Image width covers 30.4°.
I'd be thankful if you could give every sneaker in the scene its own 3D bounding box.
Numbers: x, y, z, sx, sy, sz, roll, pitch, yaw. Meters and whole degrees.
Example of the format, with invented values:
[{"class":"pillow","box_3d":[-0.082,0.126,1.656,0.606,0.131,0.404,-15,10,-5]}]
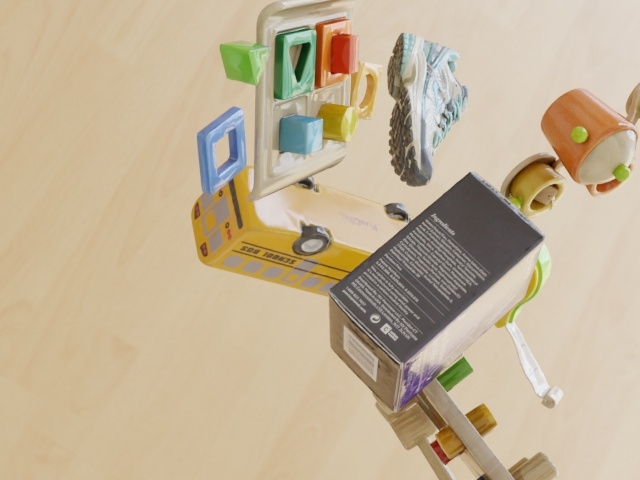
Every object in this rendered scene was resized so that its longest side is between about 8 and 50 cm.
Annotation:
[{"class":"sneaker","box_3d":[0.176,-0.206,1.834,0.122,0.110,0.283,7,58,-9]}]

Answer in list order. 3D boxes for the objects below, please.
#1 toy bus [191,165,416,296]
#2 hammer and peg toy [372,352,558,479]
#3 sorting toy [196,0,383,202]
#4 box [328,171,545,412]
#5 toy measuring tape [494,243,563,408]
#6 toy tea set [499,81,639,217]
[{"class":"toy bus","box_3d":[0.000,0.000,1.589,0.332,0.130,0.108,16,46,-39]},{"class":"hammer and peg toy","box_3d":[0.191,0.269,1.569,0.127,0.361,0.266,-37,77,-4]},{"class":"sorting toy","box_3d":[-0.003,-0.144,1.158,0.047,0.347,0.196,16,113,25]},{"class":"box","box_3d":[0.116,0.054,1.217,0.207,0.153,0.108,-40,69,-16]},{"class":"toy measuring tape","box_3d":[0.313,0.092,1.762,0.121,0.121,0.330,-30,96,-17]},{"class":"toy tea set","box_3d":[0.396,-0.107,1.487,0.336,0.200,0.124,-18,55,-27]}]
